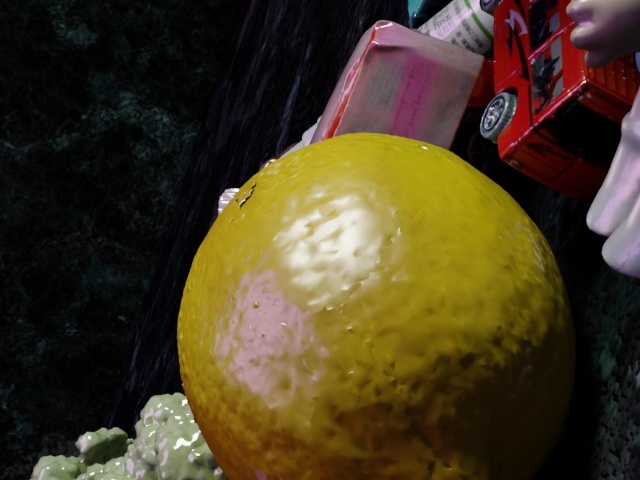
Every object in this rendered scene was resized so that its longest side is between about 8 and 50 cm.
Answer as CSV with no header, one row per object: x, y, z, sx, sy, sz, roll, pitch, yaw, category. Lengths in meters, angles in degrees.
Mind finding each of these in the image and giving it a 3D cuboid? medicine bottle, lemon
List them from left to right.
0.031,0.056,0.942,0.263,0.236,0.236,-157,84,-81,lemon
0.068,-0.100,1.254,0.221,0.092,0.061,-37,-3,24,medicine bottle

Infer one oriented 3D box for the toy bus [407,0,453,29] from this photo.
0.129,-0.235,1.280,0.092,0.079,0.160,-97,28,-61,toy bus

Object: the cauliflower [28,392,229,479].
-0.103,0.245,1.202,0.281,0.260,0.327,-99,28,-65,cauliflower

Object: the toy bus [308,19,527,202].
0.044,-0.004,1.158,0.127,0.147,0.302,-101,35,-81,toy bus

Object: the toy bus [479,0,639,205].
0.155,-0.118,1.002,0.089,0.081,0.195,-49,24,40,toy bus

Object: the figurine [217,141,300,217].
0.001,-0.001,1.360,0.240,0.175,0.116,-63,-1,-24,figurine

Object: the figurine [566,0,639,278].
0.189,-0.177,0.762,0.224,0.205,0.382,-90,1,-51,figurine
